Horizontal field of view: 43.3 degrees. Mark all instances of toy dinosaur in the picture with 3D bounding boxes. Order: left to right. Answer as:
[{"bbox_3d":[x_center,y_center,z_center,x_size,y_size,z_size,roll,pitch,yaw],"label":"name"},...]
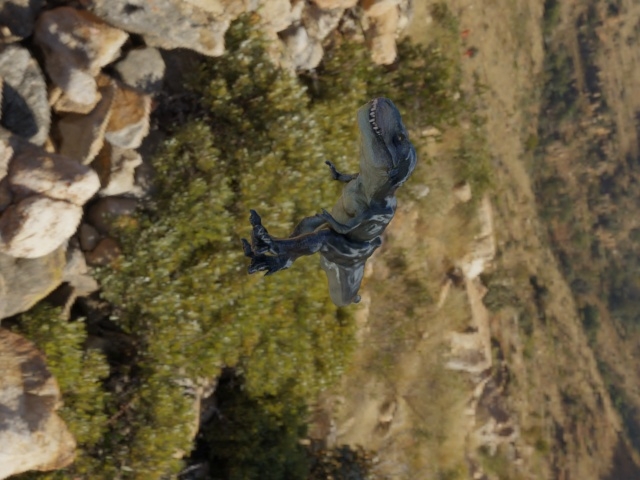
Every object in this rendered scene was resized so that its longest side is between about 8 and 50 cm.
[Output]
[{"bbox_3d":[0.000,0.000,0.641,0.118,0.268,0.064,-6,59,-11],"label":"toy dinosaur"}]
